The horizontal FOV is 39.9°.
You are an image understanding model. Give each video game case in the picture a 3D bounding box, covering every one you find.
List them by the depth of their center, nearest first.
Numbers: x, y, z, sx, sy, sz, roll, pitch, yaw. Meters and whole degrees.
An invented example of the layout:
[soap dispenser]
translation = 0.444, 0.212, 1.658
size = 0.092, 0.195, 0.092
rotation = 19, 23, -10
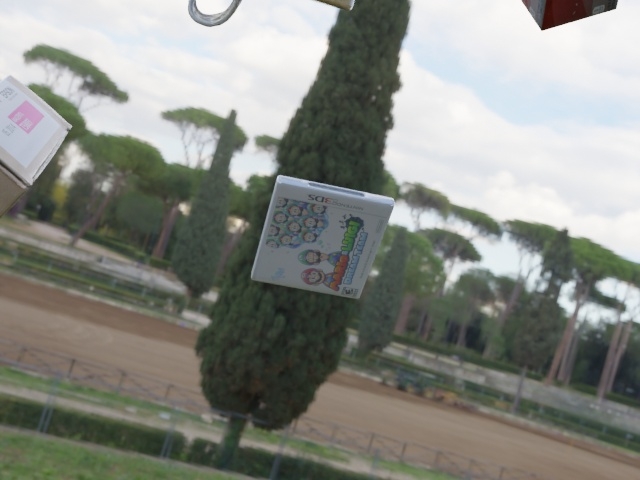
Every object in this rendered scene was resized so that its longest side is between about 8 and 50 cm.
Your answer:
[video game case]
translation = 0.000, 0.000, 1.080
size = 0.143, 0.157, 0.019
rotation = 11, 38, -10

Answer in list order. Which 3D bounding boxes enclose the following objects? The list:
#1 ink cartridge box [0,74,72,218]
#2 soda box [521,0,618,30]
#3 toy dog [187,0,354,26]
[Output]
[ink cartridge box]
translation = -0.348, -0.046, 0.836
size = 0.088, 0.193, 0.235
rotation = 43, 9, -18
[soda box]
translation = 0.245, -0.331, 0.831
size = 0.092, 0.083, 0.263
rotation = -16, -35, -6
[toy dog]
translation = -0.078, -0.411, 1.148
size = 0.333, 0.220, 0.161
rotation = 1, 1, 24
